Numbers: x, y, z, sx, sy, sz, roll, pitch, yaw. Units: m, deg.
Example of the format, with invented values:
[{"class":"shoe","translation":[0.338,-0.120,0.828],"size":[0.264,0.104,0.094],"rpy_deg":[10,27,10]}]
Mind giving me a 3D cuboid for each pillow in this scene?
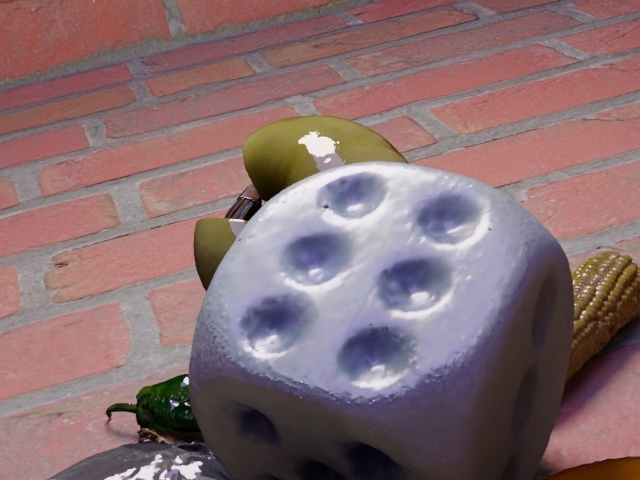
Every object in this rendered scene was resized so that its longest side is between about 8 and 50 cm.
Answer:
[{"class":"pillow","translation":[-0.216,0.278,1.059],"size":[0.162,0.092,0.335],"rpy_deg":[20,37,40]}]

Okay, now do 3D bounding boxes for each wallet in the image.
[{"class":"wallet","translation":[-0.099,-0.016,1.627],"size":[0.042,0.124,0.230],"rpy_deg":[14,29,12]}]

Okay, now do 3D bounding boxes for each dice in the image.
[{"class":"dice","translation":[0.061,0.106,1.021],"size":[0.265,0.262,0.268],"rpy_deg":[15,53,27]}]

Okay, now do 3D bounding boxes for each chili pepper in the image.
[{"class":"chili pepper","translation":[-0.116,0.176,1.273],"size":[0.279,0.065,0.122],"rpy_deg":[-5,1,4]}]

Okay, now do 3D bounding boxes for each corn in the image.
[{"class":"corn","translation":[0.283,0.094,1.274],"size":[0.087,0.086,0.288],"rpy_deg":[10,32,38]}]

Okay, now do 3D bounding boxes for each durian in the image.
[{"class":"durian","translation":[-0.158,0.236,1.213],"size":[0.130,0.052,0.066],"rpy_deg":[20,0,44]}]

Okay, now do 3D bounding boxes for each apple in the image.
[{"class":"apple","translation":[0.000,0.000,1.356],"size":[0.292,0.291,0.254],"rpy_deg":[11,-10,40]}]

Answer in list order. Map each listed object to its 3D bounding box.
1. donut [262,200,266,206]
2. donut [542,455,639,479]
[{"class":"donut","translation":[-0.019,-0.040,1.609],"size":[0.068,0.174,0.174],"rpy_deg":[-32,15,24]},{"class":"donut","translation":[0.253,0.284,0.832],"size":[0.303,0.110,0.303],"rpy_deg":[-10,26,5]}]
